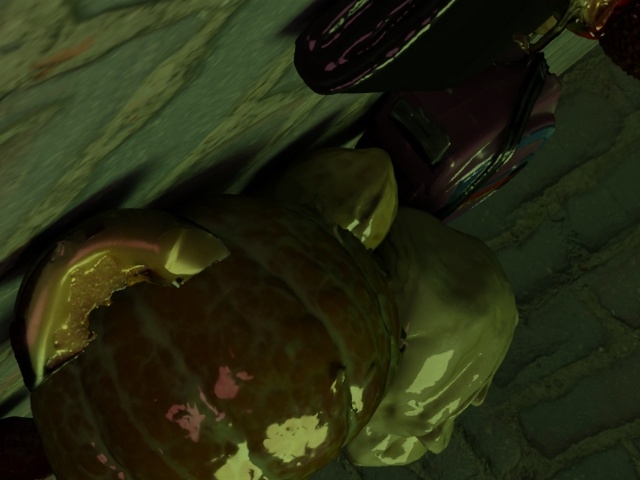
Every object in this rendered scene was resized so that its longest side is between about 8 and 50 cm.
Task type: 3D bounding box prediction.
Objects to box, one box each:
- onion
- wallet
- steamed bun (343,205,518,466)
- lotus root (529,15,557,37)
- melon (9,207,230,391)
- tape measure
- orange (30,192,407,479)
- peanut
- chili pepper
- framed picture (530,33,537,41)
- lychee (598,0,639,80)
[{"bbox_3d":[-0.384,0.278,1.713,0.227,0.120,0.283,-34,180,-13],"label":"onion"},{"bbox_3d":[0.123,-0.183,1.023,0.228,0.062,0.406,-38,176,16],"label":"wallet"},{"bbox_3d":[0.086,0.114,1.539,0.289,0.203,0.276,-56,-156,28],"label":"steamed bun"},{"bbox_3d":[0.220,-0.235,1.351,0.152,0.063,0.072,-47,-161,35],"label":"lotus root"},{"bbox_3d":[-0.155,0.022,0.986,0.160,0.079,0.128,-37,-165,-13],"label":"melon"},{"bbox_3d":[0.146,-0.119,1.597,0.231,0.149,0.245,-32,168,-35],"label":"tape measure"},{"bbox_3d":[-0.092,0.104,1.230,0.329,0.249,0.329,-32,177,-2],"label":"orange"},{"bbox_3d":[-0.025,0.001,1.453,0.305,0.147,0.147,-43,174,39],"label":"peanut"},{"bbox_3d":[0.190,-0.188,0.919,0.050,0.059,0.268,-2,-142,46],"label":"chili pepper"},{"bbox_3d":[0.153,-0.179,1.859,0.260,0.023,0.189,-33,173,-41],"label":"framed picture"},{"bbox_3d":[0.414,-0.280,1.736,0.194,0.194,0.194,-37,177,-2],"label":"lychee"}]
